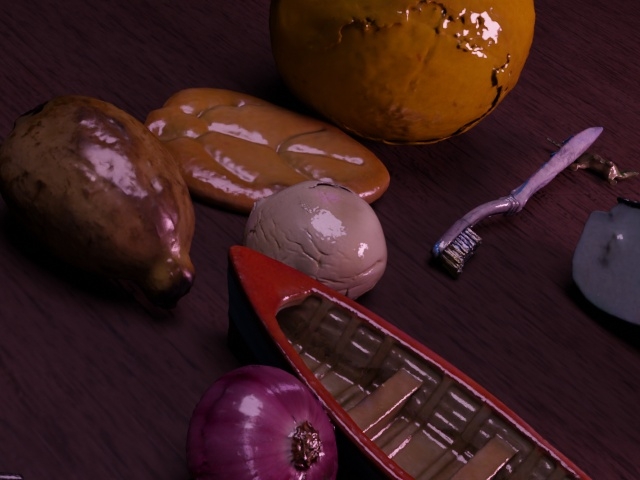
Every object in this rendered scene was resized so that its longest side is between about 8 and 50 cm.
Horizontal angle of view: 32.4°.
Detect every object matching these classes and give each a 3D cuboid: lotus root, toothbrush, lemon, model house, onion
[{"bbox_3d":[-0.176,-0.035,0.917,0.214,0.138,0.138,42,38,14],"label":"lotus root"},{"bbox_3d":[0.231,-0.060,1.222,0.042,0.035,0.413,45,42,9],"label":"toothbrush"},{"bbox_3d":[0.087,-0.245,1.221,0.297,0.297,0.297,14,33,-9],"label":"lemon"},{"bbox_3d":[0.351,0.036,1.117,0.148,0.120,0.148,16,-1,39],"label":"model house"},{"bbox_3d":[-0.043,0.143,0.749,0.115,0.104,0.115,31,51,-47],"label":"onion"}]

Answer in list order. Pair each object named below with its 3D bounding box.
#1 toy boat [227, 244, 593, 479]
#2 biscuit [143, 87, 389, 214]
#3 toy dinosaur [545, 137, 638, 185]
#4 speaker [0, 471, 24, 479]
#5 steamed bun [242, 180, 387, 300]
[{"bbox_3d":[0.066,0.140,0.818,0.392,0.079,0.136,36,38,22],"label":"toy boat"},{"bbox_3d":[-0.053,-0.091,1.133,0.259,0.041,0.203,13,33,-8],"label":"biscuit"},{"bbox_3d":[0.334,-0.098,1.372,0.119,0.029,0.060,24,17,17],"label":"toy dinosaur"},{"bbox_3d":[-0.276,0.157,0.648,0.191,0.040,0.046,10,35,-16],"label":"speaker"},{"bbox_3d":[0.000,0.000,0.979,0.129,0.091,0.112,7,36,-19],"label":"steamed bun"}]
